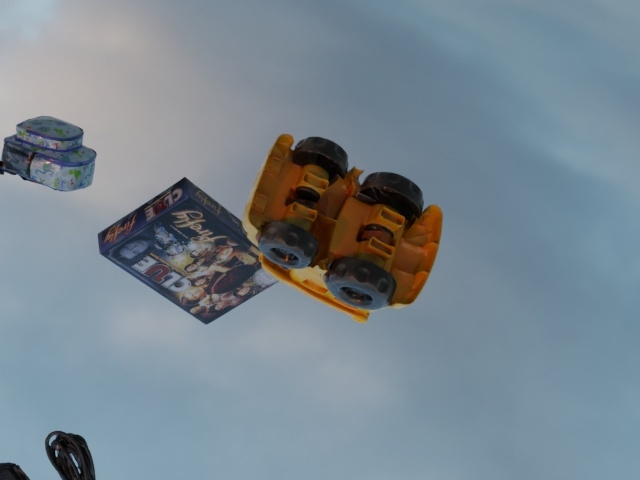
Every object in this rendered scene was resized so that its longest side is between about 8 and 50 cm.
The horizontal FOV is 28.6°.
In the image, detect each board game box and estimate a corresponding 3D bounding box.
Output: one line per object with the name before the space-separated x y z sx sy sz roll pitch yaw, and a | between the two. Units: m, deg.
board game box | -0.181 0.021 1.830 0.243 0.165 0.042 39 -152 -43

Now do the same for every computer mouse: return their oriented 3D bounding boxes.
computer mouse | -0.347 0.320 1.367 0.060 0.262 0.184 -114 2 -77

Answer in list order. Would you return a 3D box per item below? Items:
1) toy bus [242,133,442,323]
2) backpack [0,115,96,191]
toy bus | 0.000 0.000 1.467 0.220 0.211 0.149 27 -116 -12
backpack | -0.366 -0.118 1.720 0.114 0.084 0.105 24 -158 15
